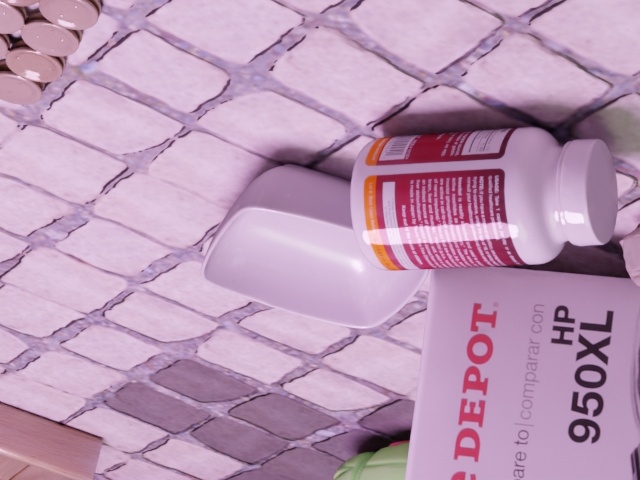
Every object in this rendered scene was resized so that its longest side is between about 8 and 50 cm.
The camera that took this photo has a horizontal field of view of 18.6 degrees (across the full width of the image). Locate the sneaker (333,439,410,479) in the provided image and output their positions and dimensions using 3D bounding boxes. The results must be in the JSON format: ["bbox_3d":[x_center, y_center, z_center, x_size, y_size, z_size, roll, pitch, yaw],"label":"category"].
[{"bbox_3d":[0.184,0.348,1.762,0.483,0.202,0.185,29,149,-29],"label":"sneaker"}]

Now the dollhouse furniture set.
[{"bbox_3d":[-0.335,0.338,1.777,0.303,0.355,0.174,22,150,-19],"label":"dollhouse furniture set"}]

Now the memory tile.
[{"bbox_3d":[-0.204,-0.133,1.206,0.113,0.012,0.148,21,150,-18],"label":"memory tile"}]

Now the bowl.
[{"bbox_3d":[0.000,0.000,1.336,0.142,0.053,0.142,18,152,-11],"label":"bowl"}]

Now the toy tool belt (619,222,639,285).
[{"bbox_3d":[0.238,0.001,1.264,0.051,0.052,0.083,-8,172,-40],"label":"toy tool belt"}]

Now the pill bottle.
[{"bbox_3d":[0.102,-0.026,1.212,0.152,0.086,0.086,-2,150,26],"label":"pill bottle"}]

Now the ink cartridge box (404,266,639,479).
[{"bbox_3d":[0.254,0.184,1.310,0.395,0.285,0.166,5,164,11],"label":"ink cartridge box"}]
